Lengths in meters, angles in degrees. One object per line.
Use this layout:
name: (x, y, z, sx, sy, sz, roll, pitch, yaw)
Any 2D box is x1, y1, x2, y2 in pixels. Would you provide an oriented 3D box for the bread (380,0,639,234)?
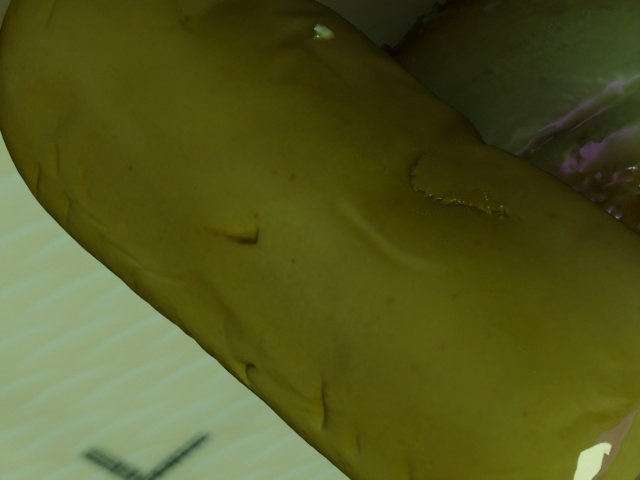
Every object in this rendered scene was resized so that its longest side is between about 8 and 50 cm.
bread: (0.123, -0.005, 0.715, 0.306, 0.158, 0.305, -16, 132, -18)

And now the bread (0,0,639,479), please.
bread: (0.000, 0.000, 0.566, 0.091, 0.305, 0.142, -25, 144, -44)
